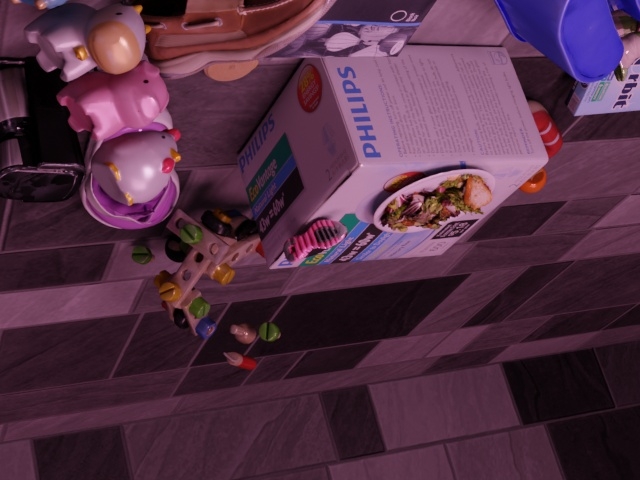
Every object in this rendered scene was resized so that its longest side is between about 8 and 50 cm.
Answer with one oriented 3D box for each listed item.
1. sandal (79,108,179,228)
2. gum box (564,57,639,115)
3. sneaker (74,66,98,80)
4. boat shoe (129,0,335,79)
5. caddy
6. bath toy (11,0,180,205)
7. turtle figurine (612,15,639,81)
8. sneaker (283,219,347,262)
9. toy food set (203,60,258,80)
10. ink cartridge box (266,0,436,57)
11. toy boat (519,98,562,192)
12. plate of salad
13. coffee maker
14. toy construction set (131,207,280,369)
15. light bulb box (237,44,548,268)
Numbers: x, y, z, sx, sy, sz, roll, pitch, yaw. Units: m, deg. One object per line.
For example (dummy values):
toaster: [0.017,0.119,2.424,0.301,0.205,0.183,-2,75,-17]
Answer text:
sandal: [-0.311,-0.087,1.812,0.170,0.102,0.416,-11,158,-9]
gum box: [0.539,-0.294,1.935,0.185,0.041,0.157,-7,139,-23]
sneaker: [-0.309,-0.243,1.488,0.038,0.069,0.098,-1,154,-33]
boat shoe: [-0.116,-0.292,1.370,0.325,0.123,0.116,-13,130,34]
caddy: [0.356,-0.373,1.507,0.241,0.179,0.341,-43,153,5]
bath toy: [-0.257,-0.199,1.399,0.129,0.151,0.348,-41,137,-26]
turtle figurine: [0.589,-0.314,1.770,0.266,0.197,0.274,-18,154,5]
sneaker: [0.000,0.000,1.726,0.119,0.047,0.057,-22,164,35]
toy food set: [-0.132,-0.263,1.628,0.083,0.020,0.082,-14,158,-3]
ink cartridge box: [-0.010,-0.320,1.523,0.333,0.065,0.165,-4,156,-25]
toy boat: [0.373,-0.158,2.051,0.151,0.151,0.231,-24,157,18]
plate of salad: [0.180,-0.051,1.716,0.200,0.048,0.200,-15,158,-6]
coffee maker: [-0.374,-0.152,1.514,0.171,0.178,0.120,-12,158,-10]
toy construction set: [-0.204,0.080,2.005,0.258,0.308,0.237,-29,164,7]
light bulb box: [0.107,-0.135,1.826,0.361,0.225,0.358,-4,155,-29]
